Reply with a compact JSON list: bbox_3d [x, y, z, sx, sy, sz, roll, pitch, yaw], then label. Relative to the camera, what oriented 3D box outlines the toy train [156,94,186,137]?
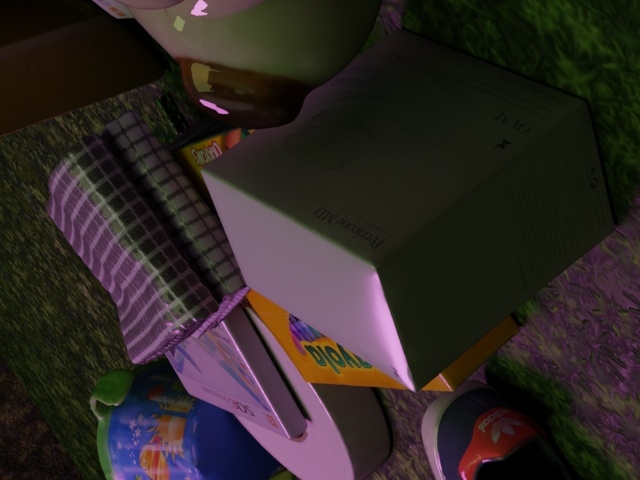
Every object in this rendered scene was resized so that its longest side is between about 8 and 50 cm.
[{"bbox_3d":[-0.172,-0.138,1.888,0.083,0.017,0.024,60,169,-21],"label":"toy train"}]

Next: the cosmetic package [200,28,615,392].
[{"bbox_3d":[0.068,-0.033,1.256,0.224,0.225,0.138,29,150,45],"label":"cosmetic package"}]

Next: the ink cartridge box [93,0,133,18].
[{"bbox_3d":[-0.230,-0.323,1.505,0.303,0.072,0.307,39,164,-28],"label":"ink cartridge box"}]

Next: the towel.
[{"bbox_3d":[-0.199,0.007,1.736,0.235,0.121,0.284,52,161,2],"label":"towel"}]

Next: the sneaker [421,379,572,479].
[{"bbox_3d":[0.217,0.313,1.640,0.148,0.131,0.350,26,147,58],"label":"sneaker"}]

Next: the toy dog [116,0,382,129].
[{"bbox_3d":[-0.037,-0.268,1.110,0.395,0.284,0.408,13,153,0],"label":"toy dog"}]

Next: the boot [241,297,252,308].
[{"bbox_3d":[-0.039,0.048,1.856,0.158,0.084,0.059,20,164,6],"label":"boot"}]

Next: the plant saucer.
[{"bbox_3d":[-0.403,-0.234,1.816,0.333,0.333,0.081,35,137,39],"label":"plant saucer"}]

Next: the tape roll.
[{"bbox_3d":[-0.063,0.162,2.072,0.392,0.072,0.392,43,157,24],"label":"tape roll"}]

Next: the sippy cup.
[{"bbox_3d":[-0.179,0.292,2.346,0.224,0.305,0.240,-7,89,54],"label":"sippy cup"}]

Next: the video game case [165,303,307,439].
[{"bbox_3d":[-0.171,0.091,2.032,0.300,0.036,0.329,13,135,59],"label":"video game case"}]

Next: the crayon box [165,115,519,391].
[{"bbox_3d":[0.000,0.000,1.622,0.313,0.106,0.363,56,159,-10],"label":"crayon box"}]
